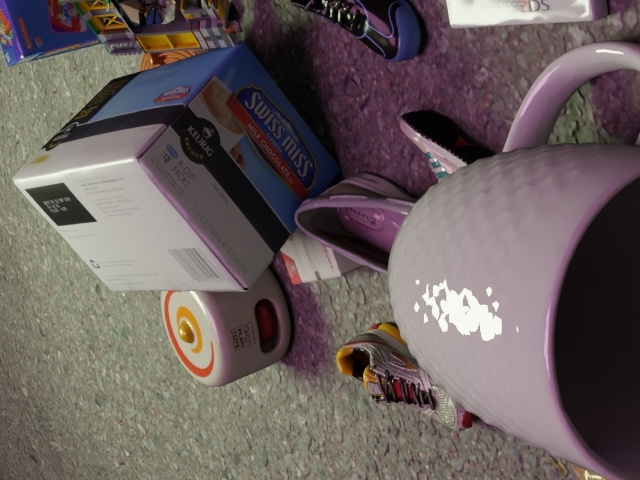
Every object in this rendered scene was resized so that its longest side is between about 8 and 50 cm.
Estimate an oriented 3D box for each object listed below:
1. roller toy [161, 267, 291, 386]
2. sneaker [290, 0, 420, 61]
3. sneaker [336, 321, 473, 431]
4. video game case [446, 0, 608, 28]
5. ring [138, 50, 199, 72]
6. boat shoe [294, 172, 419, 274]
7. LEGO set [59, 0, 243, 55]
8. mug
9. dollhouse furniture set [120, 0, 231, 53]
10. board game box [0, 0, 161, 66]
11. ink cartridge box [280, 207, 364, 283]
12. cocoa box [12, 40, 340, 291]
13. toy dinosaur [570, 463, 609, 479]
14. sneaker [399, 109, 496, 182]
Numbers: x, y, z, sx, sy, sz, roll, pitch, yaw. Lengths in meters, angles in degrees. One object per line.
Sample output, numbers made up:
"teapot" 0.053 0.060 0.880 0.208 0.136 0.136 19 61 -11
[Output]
"roller toy" -0.150 0.118 1.833 0.191 0.146 0.209 56 146 20
"sneaker" 0.018 -0.280 1.389 0.232 0.090 0.081 50 144 30
"sneaker" 0.107 0.184 1.522 0.225 0.093 0.088 26 129 48
"video game case" 0.181 -0.323 1.172 0.206 0.026 0.226 11 116 55
"ring" -0.208 -0.154 1.877 0.337 0.032 0.336 36 136 44
"boat shoe" 0.097 0.001 1.418 0.320 0.103 0.118 29 131 48
"LEGO set" -0.184 -0.379 1.443 0.255 0.192 0.331 69 -159 -59
"mug" 0.228 0.000 1.099 0.328 0.276 0.374 15 90 62
"dollhouse furniture set" -0.216 -0.295 1.688 0.151 0.144 0.123 20 142 -6
"board game box" -0.407 -0.459 1.811 0.078 0.233 0.347 -9 100 58
"ink cartridge box" 0.000 0.000 1.616 0.135 0.056 0.099 -12 98 59
"cocoa box" -0.196 -0.088 1.609 0.347 0.228 0.231 -4 131 51
"toy dinosaur" 0.316 0.279 1.290 0.183 0.053 0.092 23 125 51
"sneaker" 0.140 -0.083 1.346 0.161 0.057 0.075 40 133 35
